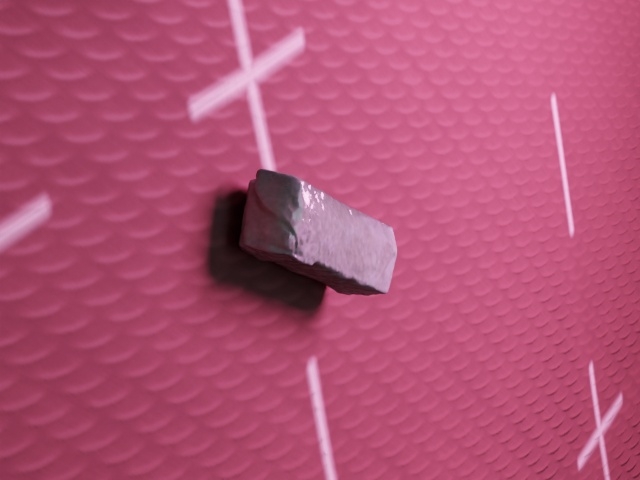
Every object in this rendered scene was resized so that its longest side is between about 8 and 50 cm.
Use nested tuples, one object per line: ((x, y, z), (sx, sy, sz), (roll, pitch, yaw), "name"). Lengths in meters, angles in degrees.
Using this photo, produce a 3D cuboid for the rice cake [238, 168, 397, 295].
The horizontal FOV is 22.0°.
((0.000, 0.000, 1.352), (0.206, 0.063, 0.069), (30, 66, -59), "rice cake")
